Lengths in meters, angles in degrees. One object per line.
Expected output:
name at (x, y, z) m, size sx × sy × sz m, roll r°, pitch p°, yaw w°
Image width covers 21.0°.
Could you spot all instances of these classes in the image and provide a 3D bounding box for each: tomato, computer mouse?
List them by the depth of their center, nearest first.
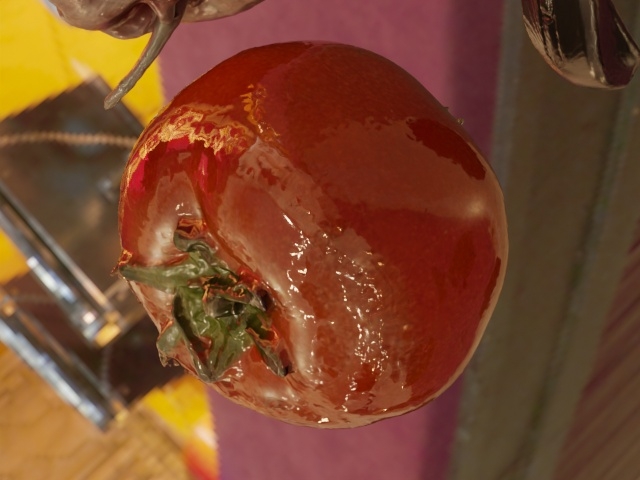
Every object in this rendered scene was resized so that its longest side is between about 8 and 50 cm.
tomato at (0.000, 0.000, 1.504) m, size 0.341 × 0.273 × 0.341 m, roll 28°, pitch 135°, yaw 33°
computer mouse at (0.219, -0.185, 1.513) m, size 0.099 × 0.057 × 0.172 m, roll 32°, pitch 162°, yaw 46°

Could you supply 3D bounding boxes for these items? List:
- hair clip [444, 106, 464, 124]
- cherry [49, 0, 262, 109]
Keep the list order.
hair clip at (0.115, -0.108, 2.239) m, size 0.049 × 0.173 × 0.049 m, roll 39°, pitch -151°, yaw -27°
cherry at (-0.171, -0.346, 1.610) m, size 0.335 × 0.326 × 0.291 m, roll 53°, pitch 140°, yaw -3°
